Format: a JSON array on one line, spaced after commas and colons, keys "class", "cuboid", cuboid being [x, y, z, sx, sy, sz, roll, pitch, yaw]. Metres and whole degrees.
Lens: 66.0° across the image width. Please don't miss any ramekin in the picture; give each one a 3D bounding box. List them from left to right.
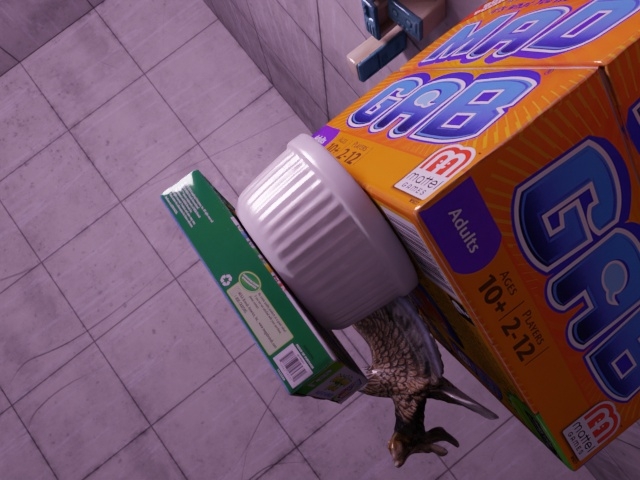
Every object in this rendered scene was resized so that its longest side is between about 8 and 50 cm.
[{"class": "ramekin", "cuboid": [0.000, 0.000, 0.536, 0.207, 0.109, 0.207, 52, 178, 3]}]

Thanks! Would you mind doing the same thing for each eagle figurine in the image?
[{"class": "eagle figurine", "cuboid": [0.102, 0.170, 0.744, 0.226, 0.225, 0.299, -28, 64, 49]}]

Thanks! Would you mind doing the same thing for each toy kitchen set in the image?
[{"class": "toy kitchen set", "cuboid": [0.133, -0.367, 0.906, 0.166, 0.122, 0.207, 51, 177, 24]}]

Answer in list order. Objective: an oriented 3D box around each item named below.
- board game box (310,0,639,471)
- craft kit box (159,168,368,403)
[{"class": "board game box", "cuboid": [0.249, -0.052, 0.593, 0.357, 0.356, 0.356, 53, 177, -25]}, {"class": "craft kit box", "cuboid": [-0.051, 0.068, 0.571, 0.250, 0.060, 0.247, 52, 175, 22]}]
